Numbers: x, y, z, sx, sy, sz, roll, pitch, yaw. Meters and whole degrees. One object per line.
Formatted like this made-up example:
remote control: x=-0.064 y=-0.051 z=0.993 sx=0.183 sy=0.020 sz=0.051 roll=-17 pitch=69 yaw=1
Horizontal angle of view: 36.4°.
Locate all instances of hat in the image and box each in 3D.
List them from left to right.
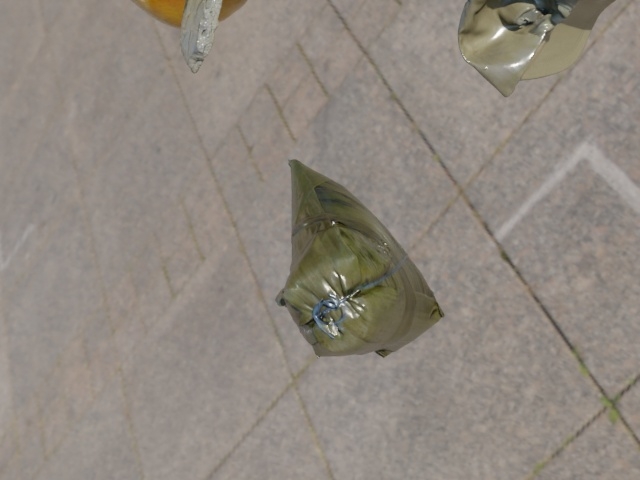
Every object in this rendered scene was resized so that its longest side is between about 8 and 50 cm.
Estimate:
hat: x=0.253 y=-0.266 z=1.098 sx=0.166 sy=0.144 sz=0.173 roll=-54 pitch=-5 yaw=40

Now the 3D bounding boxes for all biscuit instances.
biscuit: x=-0.206 y=-0.441 z=1.726 sx=0.141 sy=0.038 sz=0.289 roll=23 pitch=99 yaw=59

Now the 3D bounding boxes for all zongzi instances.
zongzi: x=0.000 y=0.000 z=1.064 sx=0.125 sy=0.251 sz=0.274 roll=-36 pitch=75 yaw=13

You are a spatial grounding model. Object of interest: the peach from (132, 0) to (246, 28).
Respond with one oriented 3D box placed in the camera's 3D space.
peach: x=-0.296 y=-0.590 z=2.006 sx=0.289 sy=0.308 sz=0.289 roll=-19 pitch=58 yaw=34
